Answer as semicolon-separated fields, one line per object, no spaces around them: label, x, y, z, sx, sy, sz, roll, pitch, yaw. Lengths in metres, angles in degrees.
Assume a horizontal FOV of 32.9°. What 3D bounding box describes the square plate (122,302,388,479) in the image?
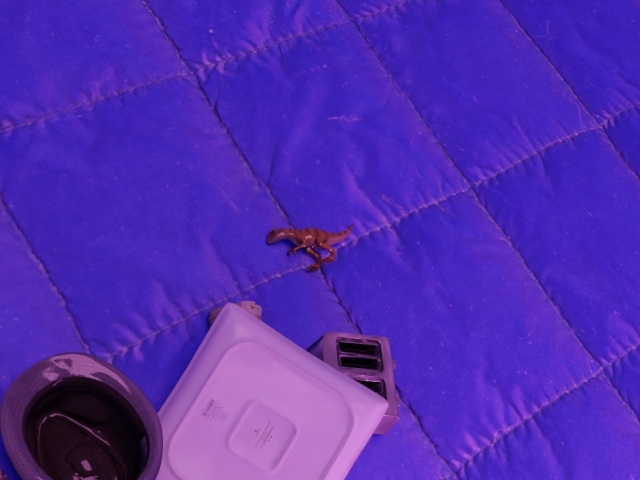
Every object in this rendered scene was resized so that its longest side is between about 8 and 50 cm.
square plate;-0.104;0.337;1.858;0.344;0.049;0.347;33;77;-6

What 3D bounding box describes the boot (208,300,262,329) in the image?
boot;-0.106;0.191;1.982;0.213;0.077;0.165;-2;56;3

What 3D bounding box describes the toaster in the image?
toaster;0.051;0.266;2.026;0.185;0.110;0.168;8;58;-22

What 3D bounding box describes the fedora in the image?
fedora;-0.389;0.330;1.754;0.275;0.124;0.243;43;51;8

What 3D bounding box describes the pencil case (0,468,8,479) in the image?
pencil case;-0.643;0.297;1.623;0.410;0.160;0.183;47;40;5

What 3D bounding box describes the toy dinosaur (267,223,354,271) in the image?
toy dinosaur;0.000;0.000;2.188;0.211;0.064;0.112;0;61;-27
